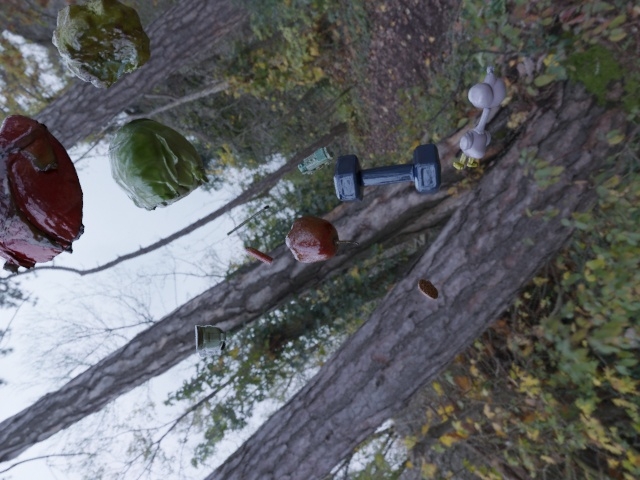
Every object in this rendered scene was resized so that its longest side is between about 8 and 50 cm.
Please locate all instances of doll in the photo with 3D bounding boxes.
[{"bbox_3d":[0.583,-0.439,1.510,0.094,0.160,0.365,35,130,48],"label":"doll"}]

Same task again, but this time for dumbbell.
[{"bbox_3d":[0.209,-0.204,1.292,0.144,0.324,0.160,66,-156,-54],"label":"dumbbell"}]

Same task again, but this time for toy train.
[{"bbox_3d":[-0.026,-0.396,2.075,0.081,0.194,0.125,67,-161,7],"label":"toy train"}]

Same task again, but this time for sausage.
[{"bbox_3d":[-0.265,0.060,1.766,0.129,0.034,0.034,29,-172,0],"label":"sausage"}]

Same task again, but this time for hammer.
[{"bbox_3d":[-0.281,-0.075,1.588,0.013,0.199,0.062,55,-170,-4],"label":"hammer"}]

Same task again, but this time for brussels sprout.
[{"bbox_3d":[-0.686,-0.324,1.724,0.361,0.342,0.425,60,168,-11],"label":"brussels sprout"}]

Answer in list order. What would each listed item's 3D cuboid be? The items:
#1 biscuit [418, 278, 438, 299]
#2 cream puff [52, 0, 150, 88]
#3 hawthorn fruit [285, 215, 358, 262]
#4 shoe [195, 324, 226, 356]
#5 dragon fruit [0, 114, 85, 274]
[{"bbox_3d":[0.410,0.181,1.574,0.091,0.015,0.078,31,-136,-10],"label":"biscuit"},{"bbox_3d":[-0.654,-0.602,1.239,0.185,0.282,0.282,53,-173,15],"label":"cream puff"},{"bbox_3d":[0.000,0.000,1.276,0.203,0.163,0.162,2,149,38],"label":"hawthorn fruit"},{"bbox_3d":[-0.372,0.343,1.417,0.275,0.098,0.103,130,137,-70],"label":"shoe"},{"bbox_3d":[-0.663,-0.090,0.923,0.282,0.344,0.100,25,-174,-1],"label":"dragon fruit"}]
